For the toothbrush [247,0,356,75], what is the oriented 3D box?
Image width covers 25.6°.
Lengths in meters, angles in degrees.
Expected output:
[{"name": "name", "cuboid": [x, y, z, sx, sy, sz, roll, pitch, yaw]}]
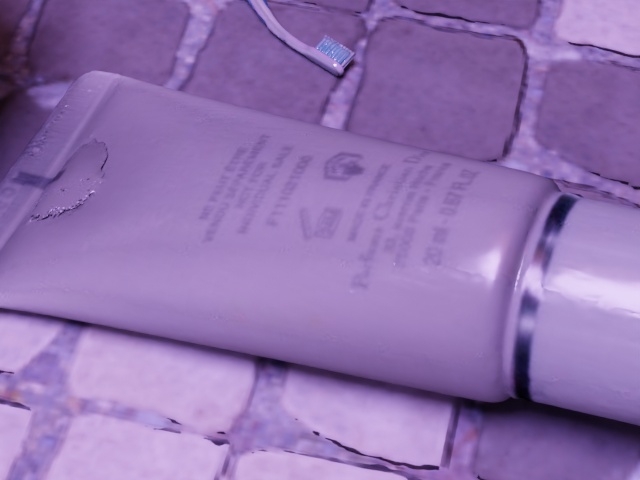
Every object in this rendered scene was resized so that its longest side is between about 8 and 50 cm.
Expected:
[{"name": "toothbrush", "cuboid": [-0.046, -0.129, 0.716, 0.162, 0.014, 0.017, 37, 75, 24]}]

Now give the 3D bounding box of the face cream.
[{"name": "face cream", "cuboid": [0.000, 0.000, 0.581, 0.314, 0.089, 0.143, 14, 55, 19]}]
